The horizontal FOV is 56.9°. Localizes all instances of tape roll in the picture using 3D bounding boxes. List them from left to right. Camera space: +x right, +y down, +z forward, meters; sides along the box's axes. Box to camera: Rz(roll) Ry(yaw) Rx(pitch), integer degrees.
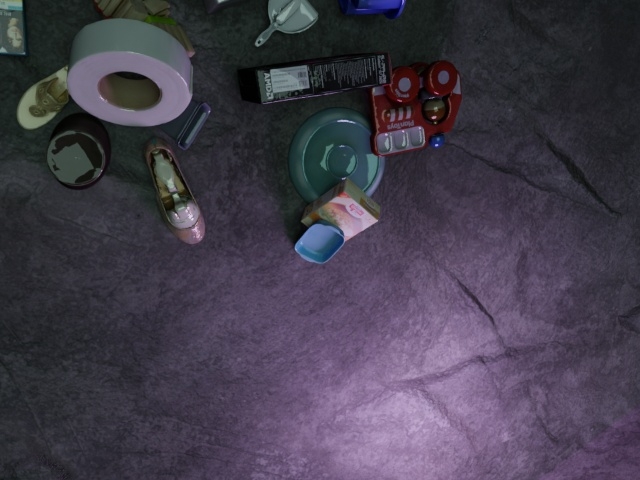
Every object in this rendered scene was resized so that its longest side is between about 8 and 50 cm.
[{"bbox_3d":[-0.456,-0.396,1.427,0.286,0.286,0.100,5,63,-21],"label":"tape roll"}]

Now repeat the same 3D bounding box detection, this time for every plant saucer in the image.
[{"bbox_3d":[0.059,-0.239,1.778,0.317,0.043,0.318,-4,103,-20],"label":"plant saucer"}]

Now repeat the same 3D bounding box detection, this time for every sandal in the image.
[{"bbox_3d":[-0.663,-0.370,1.469,0.240,0.079,0.088,-43,112,-6],"label":"sandal"}]

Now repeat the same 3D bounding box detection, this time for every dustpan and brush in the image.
[{"bbox_3d":[-0.111,-0.607,1.624,0.211,0.060,0.147,-47,112,-5],"label":"dustpan and brush"}]

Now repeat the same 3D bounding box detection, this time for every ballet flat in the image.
[{"bbox_3d":[-0.399,-0.123,1.604,0.107,0.106,0.316,-27,110,-12],"label":"ballet flat"}]

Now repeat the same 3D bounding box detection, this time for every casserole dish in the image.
[{"bbox_3d":[0.000,0.000,1.759,0.114,0.188,0.037,28,48,-12],"label":"casserole dish"}]

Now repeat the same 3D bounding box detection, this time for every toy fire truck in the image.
[{"bbox_3d":[0.279,-0.393,1.754,0.302,0.169,0.254,-13,108,-16],"label":"toy fire truck"}]

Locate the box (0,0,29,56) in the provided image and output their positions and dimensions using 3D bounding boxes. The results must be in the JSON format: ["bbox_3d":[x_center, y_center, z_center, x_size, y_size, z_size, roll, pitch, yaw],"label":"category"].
[{"bbox_3d":[-0.757,-0.567,1.402,0.100,0.060,0.245,-2,102,-19],"label":"box"}]

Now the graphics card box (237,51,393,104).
[{"bbox_3d":[-0.021,-0.443,1.600,0.370,0.233,0.094,-14,110,-16],"label":"graphics card box"}]

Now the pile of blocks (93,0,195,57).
[{"bbox_3d":[-0.481,-0.580,1.490,0.112,0.149,0.362,-31,106,35],"label":"pile of blocks"}]

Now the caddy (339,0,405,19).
[{"bbox_3d":[0.143,-0.768,1.586,0.179,0.241,0.342,-13,107,-10],"label":"caddy"}]

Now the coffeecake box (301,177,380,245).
[{"bbox_3d":[0.060,-0.078,1.741,0.142,0.068,0.185,39,131,-22],"label":"coffeecake box"}]

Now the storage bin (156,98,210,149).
[{"bbox_3d":[-0.371,-0.326,1.585,0.091,0.098,0.135,32,90,5],"label":"storage bin"}]

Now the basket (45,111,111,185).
[{"bbox_3d":[-0.595,-0.209,1.449,0.154,0.227,0.205,9,99,-21],"label":"basket"}]

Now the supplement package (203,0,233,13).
[{"bbox_3d":[-0.244,-0.753,1.482,0.177,0.175,0.293,-23,108,-13],"label":"supplement package"}]
